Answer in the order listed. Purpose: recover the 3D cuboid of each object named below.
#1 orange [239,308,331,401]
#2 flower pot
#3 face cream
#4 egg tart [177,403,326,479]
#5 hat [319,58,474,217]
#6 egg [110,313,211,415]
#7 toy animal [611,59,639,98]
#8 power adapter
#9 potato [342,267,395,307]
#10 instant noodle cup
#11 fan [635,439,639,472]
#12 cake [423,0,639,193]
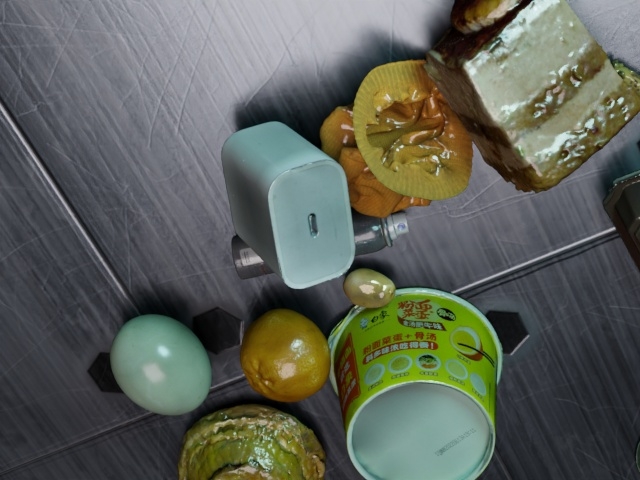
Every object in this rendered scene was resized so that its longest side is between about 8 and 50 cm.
[{"bbox_3d":[-0.061,0.193,1.779,0.159,0.136,0.159,23,131,31],"label":"orange"},{"bbox_3d":[0.551,-0.005,1.653,0.179,0.084,0.251,-22,128,24],"label":"flower pot"},{"bbox_3d":[0.000,0.000,1.721,0.283,0.073,0.073,-12,117,9],"label":"face cream"},{"bbox_3d":[-0.127,0.430,1.927,0.294,0.123,0.294,1,119,3],"label":"egg tart"},{"bbox_3d":[0.069,-0.133,1.624,0.233,0.244,0.233,33,146,-29],"label":"hat"},{"bbox_3d":[-0.263,0.208,1.800,0.149,0.149,0.192,-30,122,17],"label":"egg"},{"bbox_3d":[0.526,-0.167,1.621,0.149,0.054,0.275,-23,117,19],"label":"toy animal"},{"bbox_3d":[-0.061,-0.066,1.600,0.124,0.255,0.187,-18,119,-19],"label":"power adapter"},{"bbox_3d":[0.080,0.079,1.766,0.083,0.062,0.068,22,152,30],"label":"potato"},{"bbox_3d":[0.155,0.258,1.767,0.311,0.221,0.311,1,117,2],"label":"instant noodle cup"},{"bbox_3d":[0.644,0.337,1.906,0.223,0.012,0.294,-34,112,19],"label":"fan"},{"bbox_3d":[0.269,-0.235,1.497,0.198,0.196,0.293,-39,109,2],"label":"cake"}]
